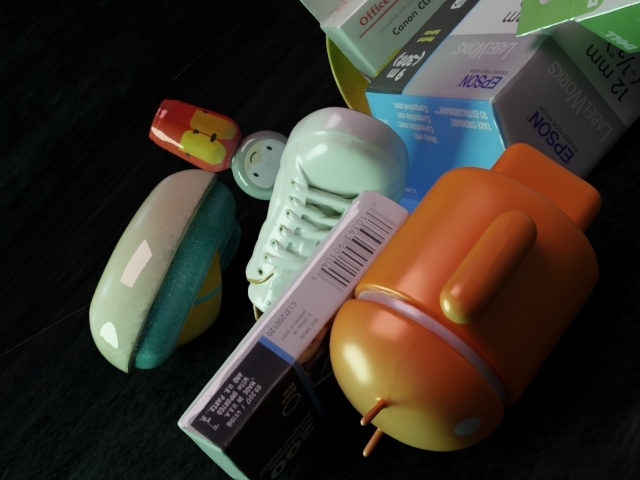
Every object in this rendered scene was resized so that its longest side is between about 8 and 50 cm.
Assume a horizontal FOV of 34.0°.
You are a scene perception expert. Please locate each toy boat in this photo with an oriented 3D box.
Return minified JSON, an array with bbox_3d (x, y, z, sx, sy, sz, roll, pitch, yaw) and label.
[{"bbox_3d":[-0.130,-0.001,1.091,0.267,0.148,0.318,-70,3,-49],"label":"toy boat"}]

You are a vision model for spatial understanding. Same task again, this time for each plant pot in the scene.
[{"bbox_3d":[0.080,-0.200,1.159,0.095,0.134,0.134,-24,16,-17],"label":"plant pot"}]

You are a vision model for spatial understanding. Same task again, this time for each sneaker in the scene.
[{"bbox_3d":[0.000,0.000,0.888,0.290,0.106,0.123,114,172,-63],"label":"sneaker"}]

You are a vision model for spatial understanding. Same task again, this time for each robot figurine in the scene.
[{"bbox_3d":[0.092,0.043,0.674,0.219,0.128,0.158,-51,27,-18],"label":"robot figurine"}]

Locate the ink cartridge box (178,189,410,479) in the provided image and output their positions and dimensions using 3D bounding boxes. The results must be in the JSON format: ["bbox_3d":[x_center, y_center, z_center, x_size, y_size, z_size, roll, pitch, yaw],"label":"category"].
[{"bbox_3d":[-0.003,0.089,0.776,0.206,0.045,0.208,-52,-19,-14],"label":"ink cartridge box"}]

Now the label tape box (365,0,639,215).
[{"bbox_3d":[0.155,-0.133,0.895,0.347,0.115,0.249,-46,21,-7],"label":"label tape box"}]

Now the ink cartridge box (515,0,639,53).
[{"bbox_3d":[0.237,-0.196,0.710,0.209,0.062,0.109,-7,67,55],"label":"ink cartridge box"}]

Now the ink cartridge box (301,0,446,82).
[{"bbox_3d":[0.084,-0.210,1.043,0.115,0.198,0.067,-46,21,-1],"label":"ink cartridge box"}]
